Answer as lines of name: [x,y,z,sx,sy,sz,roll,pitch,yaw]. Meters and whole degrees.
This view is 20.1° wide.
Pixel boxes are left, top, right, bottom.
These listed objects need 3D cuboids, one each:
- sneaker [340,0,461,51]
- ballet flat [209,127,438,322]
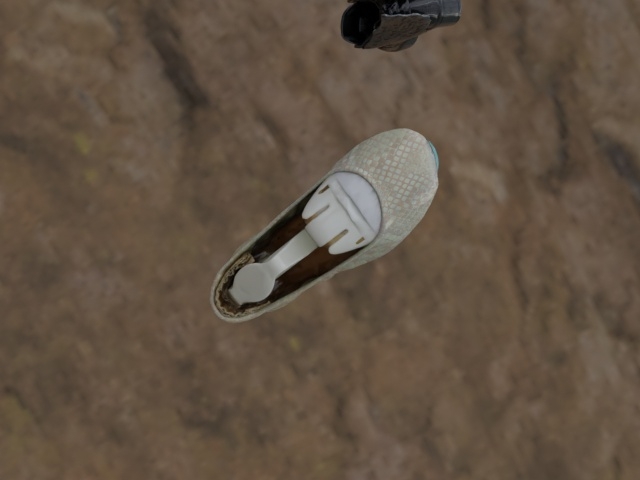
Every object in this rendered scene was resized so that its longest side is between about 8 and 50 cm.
sneaker: [0.049,-0.178,1.432,0.089,0.170,0.051,-12,91,-24]
ballet flat: [0.000,0.000,0.983,0.057,0.168,0.052,52,38,3]
